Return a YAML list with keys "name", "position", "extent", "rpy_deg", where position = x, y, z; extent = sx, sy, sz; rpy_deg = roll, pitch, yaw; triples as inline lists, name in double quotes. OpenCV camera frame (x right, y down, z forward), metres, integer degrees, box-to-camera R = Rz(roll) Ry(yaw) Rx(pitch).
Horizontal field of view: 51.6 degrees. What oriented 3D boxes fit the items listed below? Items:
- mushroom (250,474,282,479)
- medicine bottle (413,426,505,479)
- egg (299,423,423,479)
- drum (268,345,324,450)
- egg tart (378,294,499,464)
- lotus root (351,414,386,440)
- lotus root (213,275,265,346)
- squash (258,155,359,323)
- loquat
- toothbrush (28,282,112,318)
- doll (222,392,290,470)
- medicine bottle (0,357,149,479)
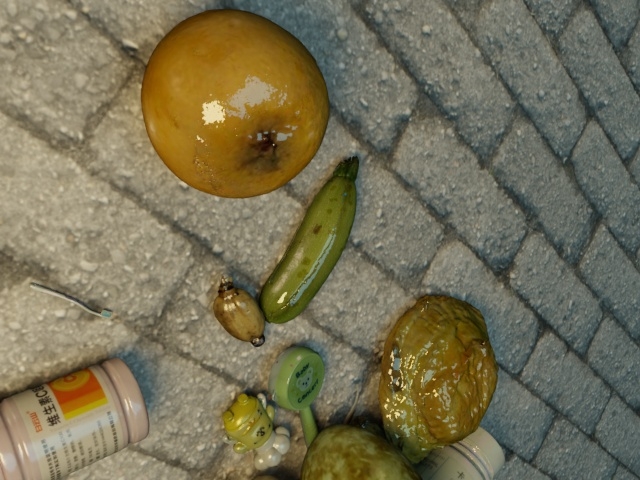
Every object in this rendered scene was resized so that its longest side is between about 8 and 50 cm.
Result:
- name: "mushroom"
  position: [-0.145, 0.498, 1.141]
  extent: [0.215, 0.207, 0.207]
  rpy_deg: [24, 86, -6]
- name: "medicine bottle"
  position: [0.268, 0.546, 1.455]
  extent: [0.293, 0.170, 0.170]
  rpy_deg: [-36, 121, -31]
- name: "egg"
  position: [0.073, 0.478, 1.205]
  extent: [0.238, 0.238, 0.289]
  rpy_deg: [-25, 75, -30]
- name: "drum"
  position: [-0.021, 0.297, 1.249]
  extent: [0.130, 0.049, 0.253]
  rpy_deg: [-52, 137, -29]
- name: "egg tart"
  position: [0.263, 0.285, 1.403]
  extent: [0.351, 0.153, 0.340]
  rpy_deg: [-25, 112, -37]
- name: "lotus root"
  position: [0.096, 0.441, 1.356]
  extent: [0.089, 0.080, 0.179]
  rpy_deg: [-18, 110, -31]
- name: "lotus root"
  position: [-0.138, 0.119, 1.109]
  extent: [0.072, 0.063, 0.152]
  rpy_deg: [-15, 124, 10]
- name: "squash"
  position: [0.000, 0.000, 1.169]
  extent: [0.094, 0.094, 0.341]
  rpy_deg: [36, 78, -38]
- name: "loquat"
  position: [-0.120, -0.187, 0.927]
  extent: [0.263, 0.263, 0.263]
  rpy_deg: [-10, 107, -35]
- name: "toothbrush"
  position: [-0.362, 0.089, 0.962]
  extent: [0.131, 0.011, 0.013]
  rpy_deg: [30, 95, -39]
- name: "doll"
  position: [-0.112, 0.342, 1.184]
  extent: [0.106, 0.062, 0.162]
  rpy_deg: [-47, 125, -21]
- name: "medicine bottle"
  position: [-0.378, 0.266, 0.919]
  extent: [0.249, 0.133, 0.133]
  rpy_deg: [-19, 112, -32]
